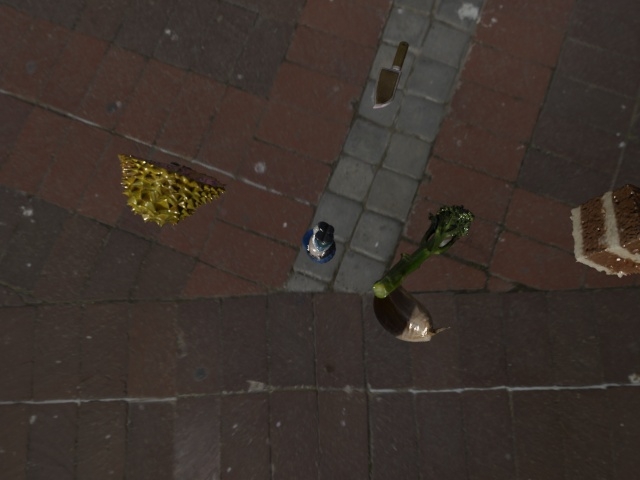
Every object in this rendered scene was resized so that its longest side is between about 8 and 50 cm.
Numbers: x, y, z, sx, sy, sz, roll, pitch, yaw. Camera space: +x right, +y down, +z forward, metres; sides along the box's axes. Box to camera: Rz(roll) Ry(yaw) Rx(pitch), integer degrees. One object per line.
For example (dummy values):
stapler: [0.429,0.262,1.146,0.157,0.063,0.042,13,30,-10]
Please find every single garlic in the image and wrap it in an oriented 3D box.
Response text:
garlic: [0.207,0.176,1.342,0.090,0.128,0.198,-23,55,-33]

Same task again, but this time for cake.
cake: [0.558,-0.012,1.053,0.135,0.147,0.134,21,57,-23]

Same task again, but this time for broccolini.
broccolini: [0.145,0.009,0.839,0.216,0.067,0.058,-32,101,-32]

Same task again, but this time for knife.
knife: [0.144,-0.343,1.182,0.046,0.022,0.256,19,50,1]

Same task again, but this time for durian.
durian: [-0.299,-0.110,1.137,0.165,0.182,0.132,-20,50,25]

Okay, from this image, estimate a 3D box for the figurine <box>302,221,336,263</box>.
figurine: [0.009,0.003,1.255,0.079,0.136,0.077,22,70,-12]
